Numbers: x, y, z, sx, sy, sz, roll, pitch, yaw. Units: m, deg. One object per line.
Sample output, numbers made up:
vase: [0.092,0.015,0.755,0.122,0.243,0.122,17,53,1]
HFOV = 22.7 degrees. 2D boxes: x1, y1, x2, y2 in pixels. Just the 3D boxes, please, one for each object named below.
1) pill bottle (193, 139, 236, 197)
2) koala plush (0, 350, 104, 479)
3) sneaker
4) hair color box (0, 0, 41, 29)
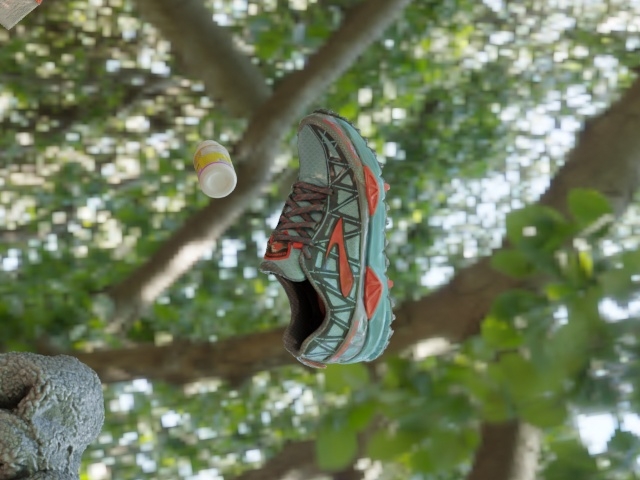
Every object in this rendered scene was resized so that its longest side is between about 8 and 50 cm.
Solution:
pill bottle: [-0.125,-0.086,1.861,0.083,0.043,0.043,-112,-144,-60]
koala plush: [-0.283,0.237,1.514,0.203,0.196,0.221,-27,-126,7]
sneaker: [0.000,0.000,1.599,0.104,0.125,0.261,-4,-86,58]
hair color box: [-0.423,-0.338,2.017,0.072,0.141,0.043,-30,-147,35]
